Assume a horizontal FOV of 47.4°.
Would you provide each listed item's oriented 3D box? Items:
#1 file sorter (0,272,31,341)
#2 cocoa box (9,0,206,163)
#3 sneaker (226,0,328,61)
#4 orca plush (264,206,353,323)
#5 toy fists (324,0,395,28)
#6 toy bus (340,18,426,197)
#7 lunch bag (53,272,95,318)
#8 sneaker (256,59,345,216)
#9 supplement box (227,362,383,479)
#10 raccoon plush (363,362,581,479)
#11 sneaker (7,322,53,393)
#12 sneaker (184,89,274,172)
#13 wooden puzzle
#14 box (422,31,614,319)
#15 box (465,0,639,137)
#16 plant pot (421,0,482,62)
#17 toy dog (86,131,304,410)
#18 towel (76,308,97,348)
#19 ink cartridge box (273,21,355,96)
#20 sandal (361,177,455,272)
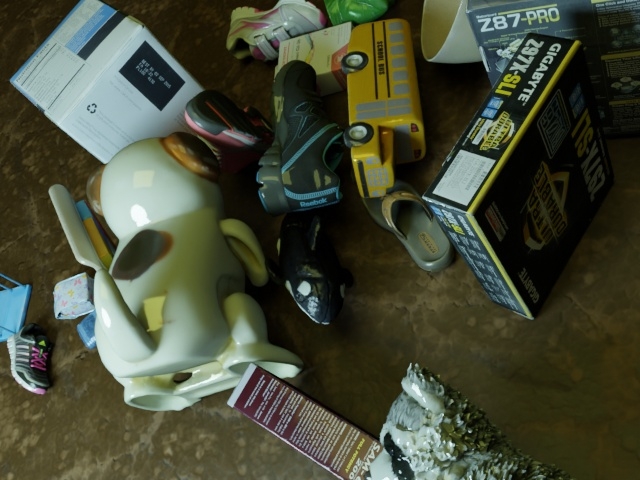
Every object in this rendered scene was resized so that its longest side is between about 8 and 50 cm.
[{"bbox_3d":[-0.716,0.144,1.526,0.170,0.104,0.118,-13,57,22],"label":"file sorter"},{"bbox_3d":[-0.357,-0.251,1.400,0.228,0.347,0.231,36,84,38],"label":"cocoa box"},{"bbox_3d":[-0.095,-0.427,1.522,0.252,0.103,0.111,1,65,38],"label":"sneaker"},{"bbox_3d":[0.000,0.000,1.190,0.287,0.151,0.102,-82,14,-55],"label":"orca plush"},{"bbox_3d":[0.069,-0.544,1.489,0.142,0.096,0.279,-21,50,12],"label":"toy fists"},{"bbox_3d":[0.107,-0.233,1.259,0.130,0.108,0.333,-6,53,7],"label":"toy bus"},{"bbox_3d":[-0.491,0.114,1.455,0.083,0.053,0.071,-20,57,6],"label":"lunch bag"},{"bbox_3d":[-0.019,-0.184,1.287,0.139,0.125,0.341,-4,56,11],"label":"sneaker"},{"bbox_3d":[-0.002,0.271,1.038,0.239,0.130,0.073,24,78,30],"label":"supplement box"},{"bbox_3d":[0.280,0.284,0.866,0.445,0.216,0.299,-4,63,-7],"label":"raccoon plush"},{"bbox_3d":[-0.558,0.223,1.421,0.075,0.063,0.170,-46,47,6],"label":"sneaker"},{"bbox_3d":[-0.169,-0.171,1.310,0.136,0.314,0.116,-45,79,12],"label":"sneaker"},{"bbox_3d":[-0.392,0.027,1.333,0.044,0.239,0.221,-32,52,-5],"label":"wooden puzzle"},{"bbox_3d":[0.280,-0.072,0.971,0.079,0.322,0.257,24,76,37],"label":"box"},{"bbox_3d":[0.431,-0.265,1.002,0.394,0.318,0.097,-2,63,28],"label":"box"},{"bbox_3d":[0.302,-0.427,1.222,0.190,0.284,0.284,9,63,-7],"label":"plant pot"},{"bbox_3d":[-0.252,0.034,1.170,0.284,0.395,0.408,-25,63,25],"label":"toy dog"},{"bbox_3d":[-0.415,0.149,1.408,0.119,0.029,0.067,-43,53,0],"label":"towel"},{"bbox_3d":[-0.019,-0.346,1.448,0.198,0.067,0.115,-10,60,23],"label":"ink cartridge box"},{"bbox_3d":[0.138,-0.036,1.193,0.090,0.060,0.219,-36,52,6],"label":"sandal"}]
